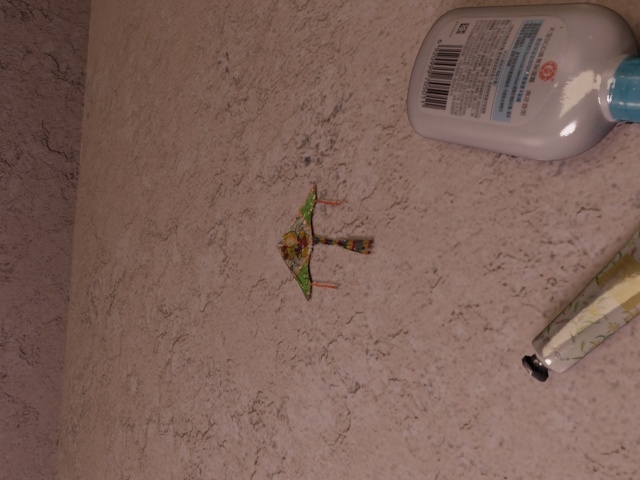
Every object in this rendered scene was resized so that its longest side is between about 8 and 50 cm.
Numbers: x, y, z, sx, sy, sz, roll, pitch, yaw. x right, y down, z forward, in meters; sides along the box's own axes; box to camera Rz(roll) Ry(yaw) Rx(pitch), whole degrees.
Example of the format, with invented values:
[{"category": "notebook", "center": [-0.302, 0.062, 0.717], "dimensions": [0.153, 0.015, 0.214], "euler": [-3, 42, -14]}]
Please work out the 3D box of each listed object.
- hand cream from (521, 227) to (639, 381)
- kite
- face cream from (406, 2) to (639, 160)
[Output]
[{"category": "hand cream", "center": [0.267, 0.061, 0.554], "dimensions": [0.194, 0.042, 0.067], "euler": [-53, 44, 24]}, {"category": "kite", "center": [0.000, 0.000, 0.931], "dimensions": [0.244, 0.006, 0.198], "euler": [-2, 80, 52]}, {"category": "face cream", "center": [0.234, -0.166, 0.613], "dimensions": [0.337, 0.080, 0.163], "euler": [25, 101, 51]}]
